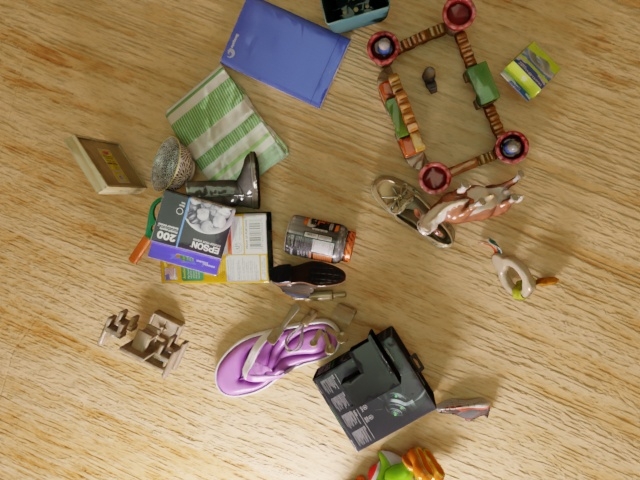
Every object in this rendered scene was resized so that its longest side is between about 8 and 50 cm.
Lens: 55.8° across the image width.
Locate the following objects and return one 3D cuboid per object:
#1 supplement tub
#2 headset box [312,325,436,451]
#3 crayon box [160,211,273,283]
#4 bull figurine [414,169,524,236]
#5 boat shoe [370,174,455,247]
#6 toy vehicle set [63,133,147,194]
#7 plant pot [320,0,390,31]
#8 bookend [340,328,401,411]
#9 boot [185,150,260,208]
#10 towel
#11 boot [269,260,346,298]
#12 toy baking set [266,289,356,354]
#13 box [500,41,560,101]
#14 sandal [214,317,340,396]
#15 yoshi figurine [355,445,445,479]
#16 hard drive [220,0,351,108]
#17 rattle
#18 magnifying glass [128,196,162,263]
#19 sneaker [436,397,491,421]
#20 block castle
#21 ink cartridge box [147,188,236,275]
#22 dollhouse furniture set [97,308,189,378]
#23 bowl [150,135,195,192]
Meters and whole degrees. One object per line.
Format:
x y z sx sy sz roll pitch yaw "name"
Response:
0.000 0.000 1.727 0.191 0.117 0.116 12 97 5 "supplement tub"
0.164 0.417 1.738 0.283 0.131 0.246 -33 90 9 "headset box"
-0.305 0.021 1.783 0.323 0.083 0.203 -1 95 6 "crayon box"
0.398 -0.097 1.602 0.311 0.188 0.101 -17 79 -24 "bull figurine"
0.265 -0.085 1.700 0.285 0.089 0.104 36 98 2 "boat shoe"
-0.596 -0.208 1.704 0.035 0.267 0.166 -33 90 7 "toy vehicle set"
0.086 -0.642 1.597 0.166 0.234 0.165 -13 93 7 "plant pot"
0.112 0.351 1.637 0.157 0.072 0.156 -32 89 9 "bookend"
-0.281 -0.164 1.733 0.209 0.076 0.189 2 111 3 "boot"
-0.279 -0.313 1.774 0.248 0.038 0.324 -37 92 10 "towel"
-0.029 0.116 1.744 0.219 0.106 0.082 2 62 13 "boot"
-0.025 0.232 1.746 0.256 0.030 0.196 0 58 9 "toy baking set"
0.557 -0.449 1.599 0.109 0.178 0.042 46 141 1 "box"
-0.140 0.340 1.782 0.417 0.102 0.169 -28 91 9 "sandal"
0.189 0.761 1.741 0.362 0.203 0.203 -38 96 12 "yoshi figurine"
-0.102 -0.538 1.727 0.319 0.040 0.210 25 98 4 "hard drive"
0.555 0.055 1.692 0.143 0.130 0.199 -30 64 -2 "rattle"
-0.483 -0.028 1.750 0.092 0.026 0.231 39 101 9 "magnifying glass"
0.415 0.499 1.754 0.158 0.061 0.064 -4 101 8 "sneaker"
0.327 -0.375 1.605 0.303 0.213 0.453 -22 93 8 "block castle"
-0.365 -0.020 1.703 0.207 0.045 0.208 15 98 -8 "ink cartridge box"
-0.505 0.316 1.753 0.212 0.242 0.160 26 98 4 "dollhouse furniture set"
-0.419 -0.211 1.763 0.170 0.080 0.170 -19 64 44 "bowl"
